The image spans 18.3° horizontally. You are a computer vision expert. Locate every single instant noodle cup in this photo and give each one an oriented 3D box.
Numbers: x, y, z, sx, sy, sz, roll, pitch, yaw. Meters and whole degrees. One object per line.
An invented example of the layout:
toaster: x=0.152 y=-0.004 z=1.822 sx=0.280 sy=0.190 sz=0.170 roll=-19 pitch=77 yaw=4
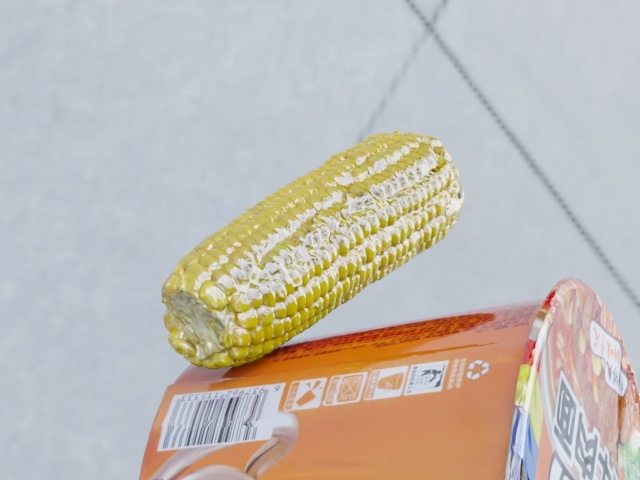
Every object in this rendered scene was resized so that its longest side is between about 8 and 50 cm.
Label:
instant noodle cup: x=0.038 y=0.144 z=0.946 sx=0.250 sy=0.192 sz=0.250 roll=-3 pitch=90 yaw=-68

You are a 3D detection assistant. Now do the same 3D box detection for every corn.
corn: x=0.000 y=0.000 z=0.973 sx=0.207 sy=0.068 sz=0.068 roll=-30 pitch=125 yaw=-43
